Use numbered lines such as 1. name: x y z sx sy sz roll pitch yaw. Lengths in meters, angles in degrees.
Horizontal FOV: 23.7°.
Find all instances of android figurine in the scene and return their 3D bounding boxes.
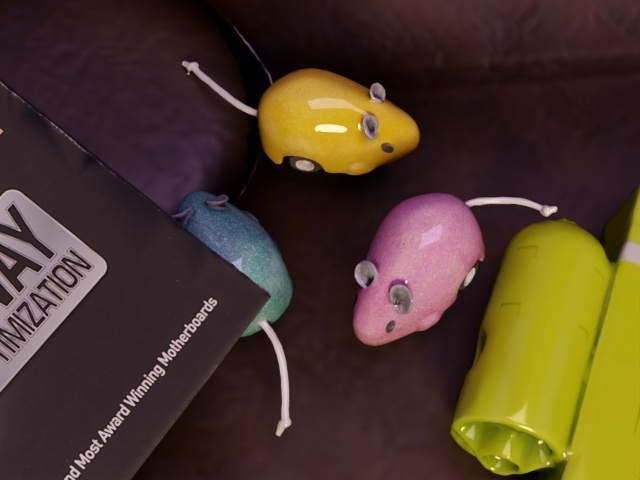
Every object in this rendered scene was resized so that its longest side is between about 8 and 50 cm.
1. android figurine: 0.176 0.070 0.569 0.248 0.056 0.273 23 63 -1

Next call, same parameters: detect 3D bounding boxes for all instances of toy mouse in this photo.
1. toy mouse: 0.000 0.000 0.557 0.161 0.031 0.143 12 66 13

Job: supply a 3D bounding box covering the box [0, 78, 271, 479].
1. box: -0.198 0.058 0.444 0.242 0.076 0.307 39 56 -2
